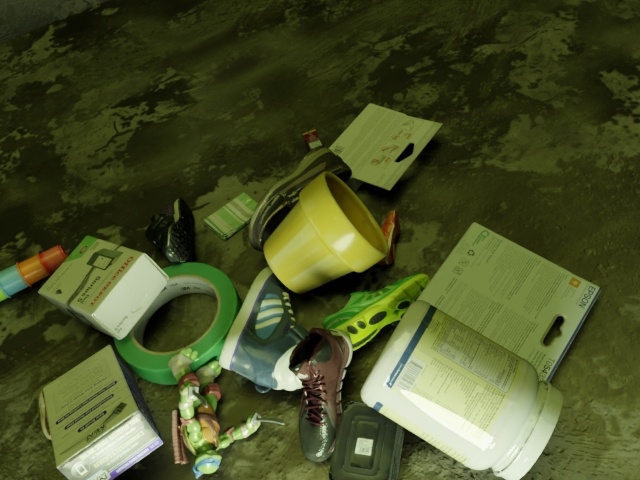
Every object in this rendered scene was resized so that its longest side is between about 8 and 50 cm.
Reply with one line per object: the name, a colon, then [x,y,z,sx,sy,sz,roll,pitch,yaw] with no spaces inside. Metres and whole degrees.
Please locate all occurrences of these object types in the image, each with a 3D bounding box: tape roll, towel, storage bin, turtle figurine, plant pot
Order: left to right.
tape roll: [-0.354,0.202,1.645,0.322,0.077,0.321,-8,49,9]
turtle figurine: [-0.219,0.343,1.416,0.198,0.274,0.266,3,36,-28]
towel: [-0.251,-0.075,1.888,0.152,0.023,0.113,-39,53,-18]
plant pot: [0.000,0.000,1.610,0.239,0.254,0.254,-38,46,17]
storage bin: [0.096,0.430,1.327,0.122,0.084,0.180,3,51,17]

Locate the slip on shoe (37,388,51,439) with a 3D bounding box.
slip on shoe: [-0.652,0.420,1.565,0.041,0.051,0.135,-49,53,26]

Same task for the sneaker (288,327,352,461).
sneaker: [-0.024,0.312,1.359,0.107,0.162,0.281,0,73,31]

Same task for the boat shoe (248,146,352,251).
boat shoe: [-0.049,-0.106,1.739,0.130,0.132,0.355,28,69,30]

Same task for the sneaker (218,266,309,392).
sneaker: [-0.078,0.216,1.551,0.236,0.130,0.322,18,41,5]

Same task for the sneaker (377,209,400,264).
sneaker: [0.167,-0.013,1.700,0.068,0.064,0.175,-1,48,25]

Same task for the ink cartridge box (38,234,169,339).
ink cartridge box: [-0.550,0.113,1.655,0.273,0.114,0.198,12,57,40]

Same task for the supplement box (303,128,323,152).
supplement box: [-0.018,-0.289,1.986,0.043,0.055,0.083,-20,49,-3]

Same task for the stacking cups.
stacking cups: [-0.869,0.118,1.856,0.316,0.096,0.096,-26,49,-14]

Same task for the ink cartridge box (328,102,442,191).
ink cartridge box: [0.173,-0.260,1.904,0.261,0.066,0.296,24,61,30]

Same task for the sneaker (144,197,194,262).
sneaker: [-0.425,-0.005,1.813,0.124,0.107,0.283,-25,28,7]

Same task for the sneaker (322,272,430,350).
sneaker: [0.133,0.146,1.537,0.296,0.109,0.123,-26,38,-18]

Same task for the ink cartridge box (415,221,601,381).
ink cartridge box: [0.407,0.155,1.479,0.330,0.071,0.324,31,63,21]

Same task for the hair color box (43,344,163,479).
hair color box: [-0.486,0.381,1.434,0.185,0.110,0.339,-34,26,-14]

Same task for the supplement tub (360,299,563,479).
supplement tub: [0.266,0.288,1.259,0.325,0.235,0.235,30,61,10]
